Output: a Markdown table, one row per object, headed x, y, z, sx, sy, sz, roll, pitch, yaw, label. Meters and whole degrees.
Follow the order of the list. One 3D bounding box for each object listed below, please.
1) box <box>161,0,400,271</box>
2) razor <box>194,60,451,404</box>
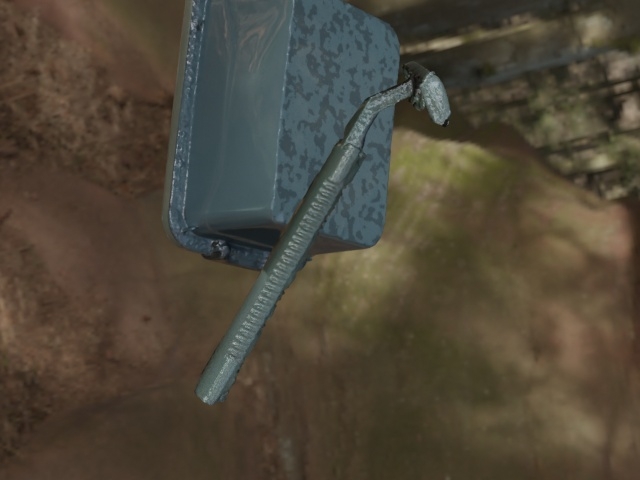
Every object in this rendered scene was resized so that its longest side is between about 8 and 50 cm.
| x | y | z | sx | sy | sz | roll | pitch | yaw | label |
| --- | --- | --- | --- | --- | --- | --- | --- | --- | --- |
| -0.030 | -0.092 | 0.975 | 0.162 | 0.130 | 0.227 | 16 | 75 | -47 | box |
| -0.006 | -0.004 | 0.645 | 0.036 | 0.211 | 0.084 | 35 | 8 | -9 | razor |
